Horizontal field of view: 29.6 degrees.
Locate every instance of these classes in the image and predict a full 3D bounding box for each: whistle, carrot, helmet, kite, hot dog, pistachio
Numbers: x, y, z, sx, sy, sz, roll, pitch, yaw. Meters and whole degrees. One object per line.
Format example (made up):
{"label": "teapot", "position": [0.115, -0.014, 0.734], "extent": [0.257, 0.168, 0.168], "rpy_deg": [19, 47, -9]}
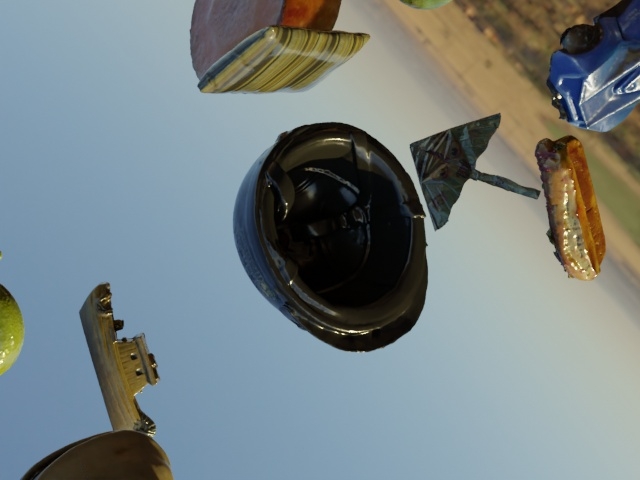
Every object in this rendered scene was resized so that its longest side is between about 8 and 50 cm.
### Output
{"label": "whistle", "position": [-0.321, 0.034, 1.106], "extent": [0.057, 0.104, 0.198], "rpy_deg": [-25, -63, -76]}
{"label": "carrot", "position": [-0.094, -0.331, 1.716], "extent": [0.100, 0.258, 0.307], "rpy_deg": [11, 169, -37]}
{"label": "helmet", "position": [0.000, 0.000, 1.480], "extent": [0.160, 0.230, 0.279], "rpy_deg": [-10, 102, 59]}
{"label": "kite", "position": [0.253, -0.112, 2.035], "extent": [0.250, 0.229, 0.012], "rpy_deg": [25, 177, 28]}
{"label": "hot dog", "position": [0.213, -0.028, 1.040], "extent": [0.062, 0.038, 0.144], "rpy_deg": [-56, -45, -43]}
{"label": "pistachio", "position": [-0.297, 0.336, 1.614], "extent": [0.238, 0.137, 0.153], "rpy_deg": [-13, -86, -41]}

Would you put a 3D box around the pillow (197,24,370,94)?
{"label": "pillow", "position": [-0.035, -0.192, 1.285], "extent": [0.203, 0.113, 0.038], "rpy_deg": [-11, -111, -60]}

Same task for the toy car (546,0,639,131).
{"label": "toy car", "position": [0.285, -0.173, 1.012], "extent": [0.063, 0.216, 0.103], "rpy_deg": [51, 178, 39]}

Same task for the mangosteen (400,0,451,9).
{"label": "mangosteen", "position": [0.119, -0.345, 1.183], "extent": [0.243, 0.243, 0.243], "rpy_deg": [47, -172, -9]}

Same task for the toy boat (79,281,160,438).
{"label": "toy boat", "position": [-0.383, 0.237, 2.365], "extent": [0.089, 0.121, 0.321], "rpy_deg": [-144, 39, -84]}
